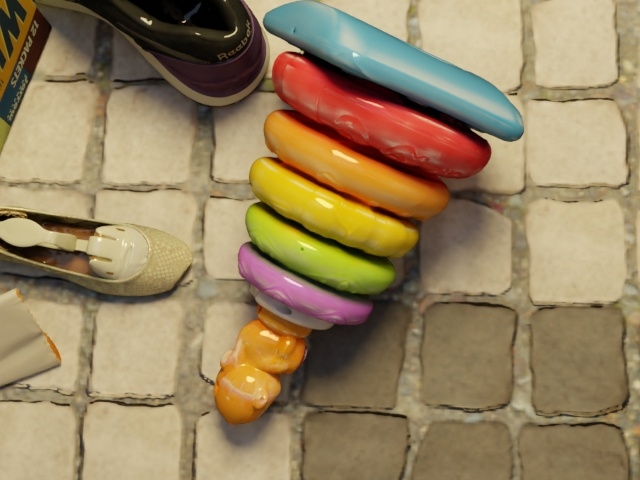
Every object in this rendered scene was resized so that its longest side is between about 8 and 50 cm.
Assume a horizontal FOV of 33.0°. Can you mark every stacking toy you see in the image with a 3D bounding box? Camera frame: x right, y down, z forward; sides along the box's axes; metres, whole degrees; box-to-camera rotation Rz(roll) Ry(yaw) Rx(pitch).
[{"bbox_3d":[0.000,0.000,0.769,0.165,0.175,0.302,20,100,-26],"label":"stacking toy"}]

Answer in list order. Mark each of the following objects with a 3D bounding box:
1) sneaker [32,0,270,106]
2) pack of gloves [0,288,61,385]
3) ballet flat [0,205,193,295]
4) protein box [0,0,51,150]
[{"bbox_3d":[-0.161,-0.217,0.808,0.283,0.124,0.107,32,83,6],"label":"sneaker"},{"bbox_3d":[-0.333,0.052,0.772,0.232,0.195,0.046,-20,39,-2],"label":"pack of gloves"},{"bbox_3d":[-0.181,0.007,0.811,0.168,0.052,0.057,8,82,3],"label":"ballet flat"},{"bbox_3d":[-0.331,-0.158,0.765,0.199,0.201,0.136,19,82,5],"label":"protein box"}]
